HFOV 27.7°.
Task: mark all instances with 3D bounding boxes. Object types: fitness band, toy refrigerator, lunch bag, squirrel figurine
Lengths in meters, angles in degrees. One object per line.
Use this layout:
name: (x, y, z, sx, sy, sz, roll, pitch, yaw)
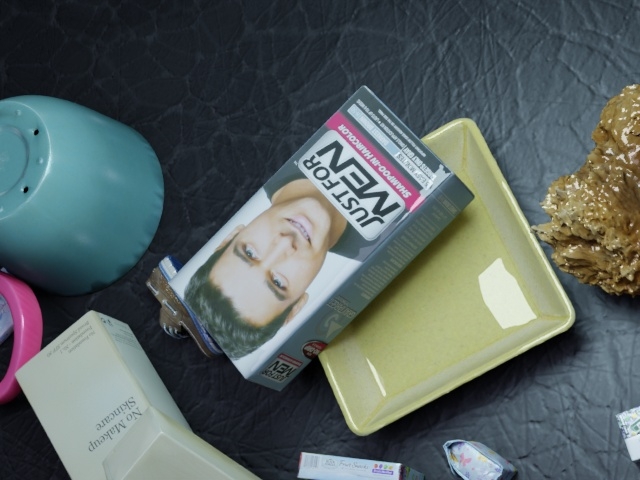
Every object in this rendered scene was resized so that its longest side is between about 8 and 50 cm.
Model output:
fitness band: (-0.538, 0.140, 1.991, 0.290, 0.054, 0.209, 14, 89, 39)
toy refrigerator: (-0.145, 0.335, 1.693, 0.102, 0.269, 0.094, -51, 24, 3)
lunch bag: (0.200, 0.288, 1.667, 0.083, 0.071, 0.053, 37, 95, 25)
squirrel figurine: (0.472, -0.010, 1.572, 0.397, 0.281, 0.371, 9, 89, 39)

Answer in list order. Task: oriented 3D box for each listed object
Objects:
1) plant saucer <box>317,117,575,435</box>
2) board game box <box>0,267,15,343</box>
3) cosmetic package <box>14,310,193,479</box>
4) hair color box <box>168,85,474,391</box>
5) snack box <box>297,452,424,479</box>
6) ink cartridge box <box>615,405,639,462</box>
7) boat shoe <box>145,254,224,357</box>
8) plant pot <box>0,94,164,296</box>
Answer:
plant saucer: (0.137, 0.053, 1.757, 0.332, 0.081, 0.333, -30, 66, 13)
board game box: (-0.501, 0.104, 2.038, 0.090, 0.020, 0.090, -44, 62, 5)
cosmetic package: (-0.287, 0.272, 1.852, 0.160, 0.113, 0.309, -40, 63, 7)
hair color box: (0.000, 0.000, 1.721, 0.374, 0.113, 0.185, -45, 64, 6)
snack box: (0.054, 0.309, 1.705, 0.141, 0.100, 0.037, 3, 75, 24)
ink cartridge box: (0.432, 0.228, 1.612, 0.115, 0.029, 0.063, -23, 67, 16)
boat shoe: (-0.197, 0.108, 1.893, 0.066, 0.066, 0.183, -42, 54, 12)
plant pot: (-0.418, -0.082, 1.939, 0.293, 0.235, 0.293, -6, 73, 21)
